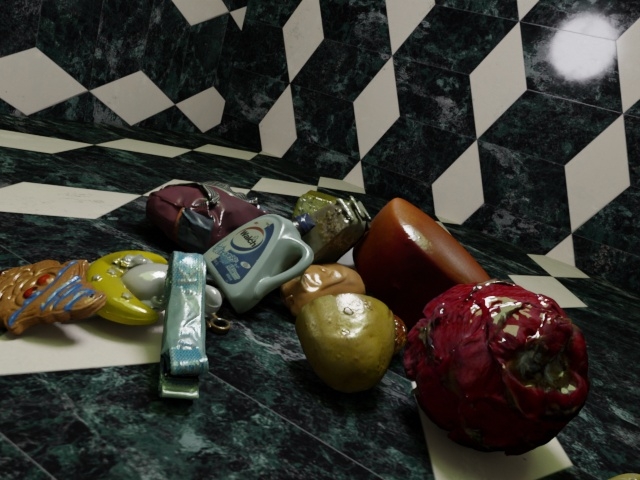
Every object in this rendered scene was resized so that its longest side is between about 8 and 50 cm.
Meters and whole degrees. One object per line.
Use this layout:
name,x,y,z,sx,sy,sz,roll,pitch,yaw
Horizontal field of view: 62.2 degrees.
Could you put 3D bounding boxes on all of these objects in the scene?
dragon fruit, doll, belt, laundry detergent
dragon fruit,0.314,0.224,0.956,0.329,0.329,0.329,15,15,-4
doll,-0.360,0.097,1.061,0.252,0.111,0.237,-7,27,-42
belt,-0.238,0.138,0.921,0.072,0.087,0.302,15,38,-25
laundry detergent,-0.123,0.032,1.263,0.280,0.105,0.215,-31,45,-14

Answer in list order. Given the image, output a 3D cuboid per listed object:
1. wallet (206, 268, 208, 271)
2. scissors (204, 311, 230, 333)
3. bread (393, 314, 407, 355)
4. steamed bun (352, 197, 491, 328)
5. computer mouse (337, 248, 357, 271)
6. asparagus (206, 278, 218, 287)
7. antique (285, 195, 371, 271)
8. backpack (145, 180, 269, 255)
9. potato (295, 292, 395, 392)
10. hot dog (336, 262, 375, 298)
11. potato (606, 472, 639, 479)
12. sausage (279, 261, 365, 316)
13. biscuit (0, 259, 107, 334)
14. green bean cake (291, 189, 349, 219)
wallet,-0.179,0.074,1.450,0.181,0.049,0.229,19,14,20
scissors,-0.263,0.145,1.171,0.088,0.017,0.220,5,19,-26
bread,0.109,0.204,1.213,0.193,0.064,0.193,5,22,-2
steamed bun,0.256,0.080,1.379,0.379,0.235,0.248,47,26,13
computer mouse,0.046,0.053,1.611,0.296,0.121,0.184,12,-5,-5
asparagus,-0.232,0.115,1.309,0.127,0.018,0.015,15,50,-5
antique,0.000,0.000,1.381,0.125,0.284,0.150,12,46,-60
backpack,-0.342,-0.079,1.530,0.317,0.197,0.283,23,18,26
potato,0.060,0.214,1.018,0.203,0.178,0.158,25,27,-26
hot dog,0.043,0.103,1.490,0.252,0.069,0.131,22,-16,24
potato,0.470,0.420,0.767,0.157,0.157,0.194,30,7,41
sausage,0.005,0.124,1.311,0.241,0.120,0.136,-5,37,-38
biscuit,-0.511,0.089,0.946,0.280,0.043,0.183,9,38,12
green bean cake,0.016,-0.111,2.154,0.236,0.124,0.233,17,16,0
